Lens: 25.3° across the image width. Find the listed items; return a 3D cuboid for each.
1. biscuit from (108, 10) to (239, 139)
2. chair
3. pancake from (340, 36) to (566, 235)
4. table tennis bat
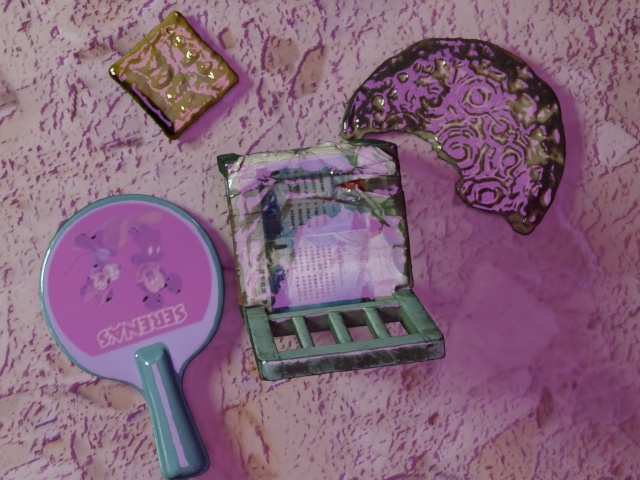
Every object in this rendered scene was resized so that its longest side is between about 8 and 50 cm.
[{"bbox_3d":[-0.123,-0.139,1.203,0.081,0.018,0.083,-44,93,-5],"label":"biscuit"},{"bbox_3d":[0.000,0.000,1.078,0.136,0.270,0.147,-7,97,-5],"label":"chair"},{"bbox_3d":[0.121,-0.083,1.224,0.184,0.020,0.190,-25,89,-6],"label":"pancake"},{"bbox_3d":[-0.144,0.080,1.188,0.153,0.040,0.244,-16,85,-6],"label":"table tennis bat"}]
